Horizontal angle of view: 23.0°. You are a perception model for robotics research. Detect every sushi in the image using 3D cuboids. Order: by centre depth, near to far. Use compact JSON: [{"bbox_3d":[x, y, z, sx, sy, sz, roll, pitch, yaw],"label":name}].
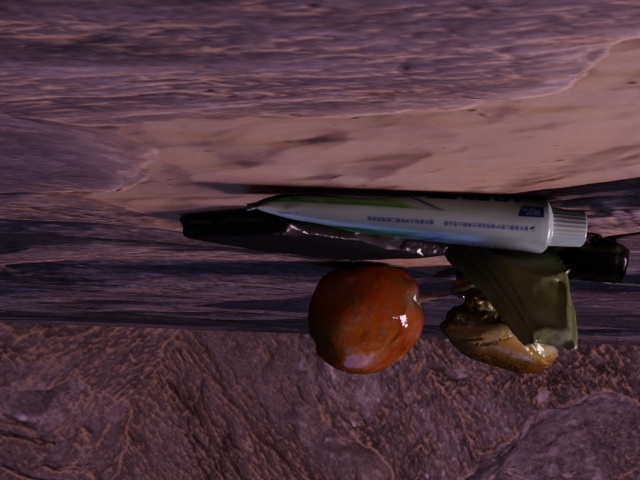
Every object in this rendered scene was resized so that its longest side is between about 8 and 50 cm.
[{"bbox_3d":[0.286,0.019,1.630,0.192,0.050,0.215,4,179,9],"label":"sushi"}]

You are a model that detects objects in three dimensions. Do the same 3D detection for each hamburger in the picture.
[{"bbox_3d":[0.226,0.102,2.013,0.159,0.131,0.185,11,172,-40],"label":"hamburger"}]

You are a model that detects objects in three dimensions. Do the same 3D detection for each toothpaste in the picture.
[{"bbox_3d":[0.083,-0.021,1.369,0.296,0.048,0.075,4,-175,-4],"label":"toothpaste"}]

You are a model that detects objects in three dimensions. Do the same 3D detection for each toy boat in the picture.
[{"bbox_3d":[0.175,0.029,1.424,0.093,0.055,0.293,6,-167,-9],"label":"toy boat"}]

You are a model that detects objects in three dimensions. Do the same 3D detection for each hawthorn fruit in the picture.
[{"bbox_3d":[0.071,0.086,1.986,0.189,0.149,0.149,-34,174,-2],"label":"hawthorn fruit"}]

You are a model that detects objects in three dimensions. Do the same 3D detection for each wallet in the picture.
[{"bbox_3d":[0.000,-0.001,1.606,0.146,0.030,0.285,0,175,40],"label":"wallet"}]

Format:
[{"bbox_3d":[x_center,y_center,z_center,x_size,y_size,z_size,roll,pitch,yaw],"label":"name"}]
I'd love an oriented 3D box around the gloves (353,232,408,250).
[{"bbox_3d":[0.057,-0.009,1.477,0.081,0.037,0.044,16,137,3],"label":"gloves"}]
